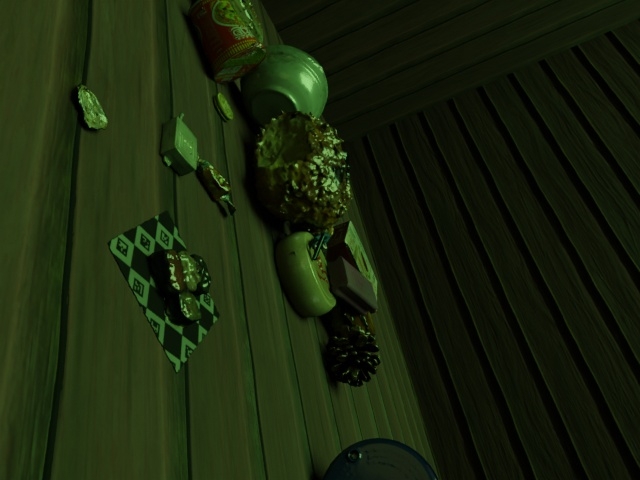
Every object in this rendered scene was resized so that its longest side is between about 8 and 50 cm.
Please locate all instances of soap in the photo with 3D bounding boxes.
[{"bbox_3d":[0.105,0.151,1.602,0.203,0.065,0.122,40,29,-43],"label":"soap"}]

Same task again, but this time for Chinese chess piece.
[{"bbox_3d":[-0.042,0.103,1.505,0.273,0.102,0.274,-22,90,-78],"label":"Chinese chess piece"}]

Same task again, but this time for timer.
[{"bbox_3d":[0.153,0.669,1.161,0.384,0.270,0.271,77,3,-46],"label":"timer"}]

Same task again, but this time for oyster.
[{"bbox_3d":[-0.372,-0.214,0.785,0.054,0.019,0.083,-12,84,-77],"label":"oyster"}]

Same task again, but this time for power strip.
[{"bbox_3d":[-0.300,-0.216,1.046,0.075,0.042,0.175,53,19,-48],"label":"power strip"}]

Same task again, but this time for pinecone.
[{"bbox_3d":[0.104,0.364,1.546,0.150,0.179,0.195,112,-8,-45],"label":"pinecone"}]

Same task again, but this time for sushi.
[{"bbox_3d":[-0.235,0.067,0.838,0.220,0.047,0.232,-68,136,-73],"label":"sushi"}]

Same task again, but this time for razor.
[{"bbox_3d":[0.000,0.000,1.522,0.253,0.042,0.082,-42,153,-79],"label":"razor"}]

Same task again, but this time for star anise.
[{"bbox_3d":[-0.044,-0.033,1.767,0.214,0.098,0.220,76,-3,-51],"label":"star anise"}]

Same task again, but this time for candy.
[{"bbox_3d":[-0.244,-0.134,1.146,0.182,0.046,0.053,60,13,-28],"label":"candy"}]

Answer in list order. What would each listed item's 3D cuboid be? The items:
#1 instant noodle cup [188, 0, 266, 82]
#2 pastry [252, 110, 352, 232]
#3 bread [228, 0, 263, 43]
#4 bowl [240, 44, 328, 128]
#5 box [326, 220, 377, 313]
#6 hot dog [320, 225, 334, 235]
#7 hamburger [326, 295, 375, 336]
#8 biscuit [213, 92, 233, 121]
[{"bbox_3d":[-0.293,-0.624,1.489,0.212,0.193,0.193,61,12,-2],"label":"instant noodle cup"},{"bbox_3d":[-0.044,-0.204,1.555,0.337,0.292,0.405,57,20,-43],"label":"pastry"},{"bbox_3d":[-0.310,-0.786,1.670,0.305,0.158,0.306,-23,90,-87],"label":"bread"},{"bbox_3d":[-0.136,-0.486,1.671,0.307,0.306,0.163,59,33,-40],"label":"bowl"},{"bbox_3d":[0.141,0.122,2.232,0.385,0.122,0.345,-66,133,-74],"label":"box"},{"bbox_3d":[-0.029,-0.165,2.036,0.135,0.100,0.338,52,20,-79],"label":"hot dog"},{"bbox_3d":[0.101,0.279,1.745,0.262,0.138,0.243,-89,153,-62],"label":"hamburger"},{"bbox_3d":[-0.288,-0.394,1.450,0.084,0.023,0.084,-23,90,-78],"label":"biscuit"}]
